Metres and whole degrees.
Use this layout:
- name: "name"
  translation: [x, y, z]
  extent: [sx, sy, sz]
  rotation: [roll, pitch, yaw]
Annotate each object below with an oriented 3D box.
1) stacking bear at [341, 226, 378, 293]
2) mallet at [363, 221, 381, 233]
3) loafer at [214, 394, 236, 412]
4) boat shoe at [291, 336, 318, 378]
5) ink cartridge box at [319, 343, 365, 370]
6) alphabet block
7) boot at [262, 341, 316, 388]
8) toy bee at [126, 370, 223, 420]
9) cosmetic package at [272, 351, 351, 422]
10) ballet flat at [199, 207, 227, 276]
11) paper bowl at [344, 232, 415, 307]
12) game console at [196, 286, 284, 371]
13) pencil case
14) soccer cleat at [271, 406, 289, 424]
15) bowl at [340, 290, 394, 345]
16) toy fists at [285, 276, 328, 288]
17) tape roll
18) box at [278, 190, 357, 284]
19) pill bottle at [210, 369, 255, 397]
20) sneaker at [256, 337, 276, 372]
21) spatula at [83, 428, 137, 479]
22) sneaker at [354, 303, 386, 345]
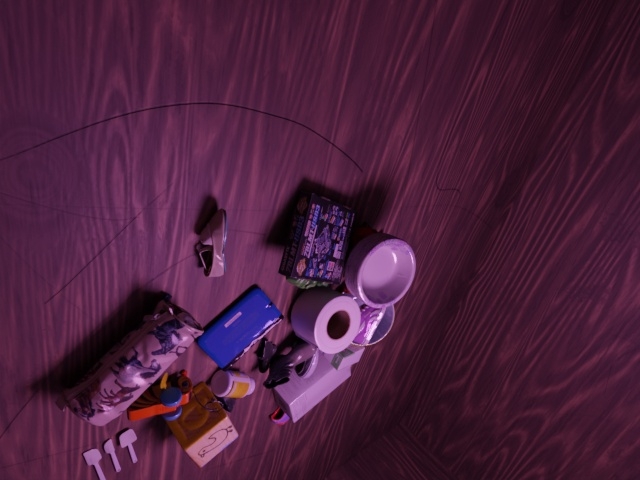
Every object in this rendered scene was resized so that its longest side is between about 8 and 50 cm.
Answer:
- name: "stacking bear"
  translation: [0.187, 0.077, 1.925]
  extent: [0.164, 0.175, 0.289]
  rotation: [-53, 147, -51]
- name: "mallet"
  translation: [0.224, -0.024, 1.978]
  extent: [0.062, 0.039, 0.189]
  rotation: [-57, 142, 3]
- name: "loafer"
  translation: [-0.394, 0.651, 1.885]
  extent: [0.061, 0.062, 0.170]
  rotation: [-57, 156, -33]
- name: "boat shoe"
  translation: [-0.076, 0.475, 2.045]
  extent: [0.119, 0.121, 0.335]
  rotation: [-1, 112, -40]
- name: "ink cartridge box"
  translation: [0.075, 0.483, 2.115]
  extent: [0.154, 0.212, 0.093]
  rotation: [-10, 129, -44]
- name: "alphabet block"
  translation: [-0.455, 0.702, 1.734]
  extent: [0.192, 0.193, 0.197]
  rotation: [-36, 143, -23]
- name: "boot"
  translation: [-0.124, 0.535, 1.917]
  extent: [0.246, 0.161, 0.083]
  rotation: [-30, 109, 16]
- name: "toy bee"
  translation: [-0.512, 0.539, 1.583]
  extent: [0.298, 0.162, 0.195]
  rotation: [20, 116, -29]
- name: "cosmetic package"
  translation: [-0.036, 0.678, 2.227]
  extent: [0.385, 0.156, 0.217]
  rotation: [-33, 142, -26]
- name: "ballet flat"
  translation: [-0.321, 0.014, 1.354]
  extent: [0.086, 0.086, 0.249]
  rotation: [-22, 138, -35]
- name: "paper bowl"
  translation: [0.220, 0.109, 1.773]
  extent: [0.284, 0.148, 0.284]
  rotation: [-10, 109, -30]
- name: "game console"
  translation: [-0.297, 0.334, 1.719]
  extent: [0.293, 0.173, 0.250]
  rotation: [-42, 114, -14]
- name: "pencil case"
  translation: [-0.550, 0.352, 1.328]
  extent: [0.410, 0.160, 0.183]
  rotation: [-44, 136, -10]
- name: "soccer cleat"
  translation: [-0.147, 0.839, 2.318]
  extent: [0.248, 0.083, 0.095]
  rotation: [-44, 141, -5]
- name: "bowl"
  translation: [0.187, 0.328, 2.123]
  extent: [0.289, 0.289, 0.156]
  rotation: [-51, -171, 0]
- name: "toy fists"
  translation: [-0.018, 0.118, 1.776]
  extent: [0.279, 0.096, 0.142]
  rotation: [-1, 122, -50]
- name: "tape roll"
  translation: [0.023, 0.322, 1.879]
  extent: [0.246, 0.169, 0.246]
  rotation: [-10, 107, -37]
- name: "box"
  translation: [0.000, 0.000, 1.625]
  extent: [0.293, 0.073, 0.296]
  rotation: [14, 89, -51]
- name: "pill bottle"
  translation: [-0.345, 0.577, 1.821]
  extent: [0.103, 0.103, 0.184]
  rotation: [-52, 145, 1]
- name: "sneaker"
  translation: [-0.241, 0.484, 1.905]
  extent: [0.089, 0.051, 0.170]
  rotation: [11, 108, -52]
- name: "spatula"
  translation: [-0.739, 0.780, 1.634]
  extent: [0.168, 0.019, 0.242]
  rotation: [-26, 138, -34]
- name: "sneaker"
  translation: [0.187, 0.310, 1.994]
  extent: [0.102, 0.161, 0.282]
  rotation: [-129, -116, -85]
